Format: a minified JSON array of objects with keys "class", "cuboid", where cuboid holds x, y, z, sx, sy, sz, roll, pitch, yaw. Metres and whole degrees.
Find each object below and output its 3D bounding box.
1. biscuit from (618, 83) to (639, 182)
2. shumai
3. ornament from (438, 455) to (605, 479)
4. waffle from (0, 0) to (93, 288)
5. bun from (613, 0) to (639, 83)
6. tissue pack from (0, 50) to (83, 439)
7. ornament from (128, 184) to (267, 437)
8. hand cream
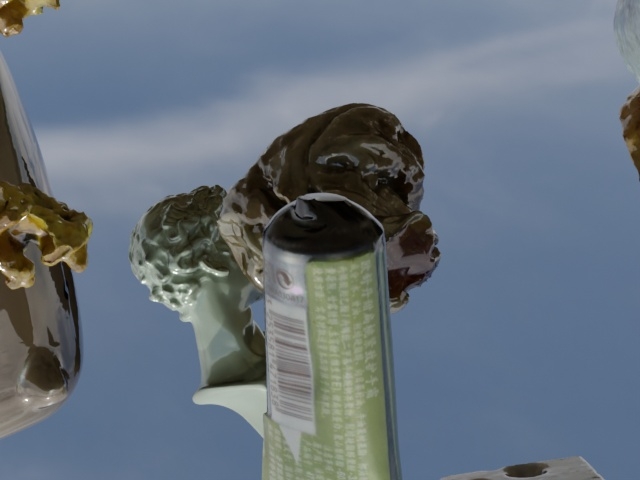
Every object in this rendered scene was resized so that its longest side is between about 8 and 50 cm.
[{"class":"biscuit","cuboid":[0.262,0.007,1.201,0.041,0.260,0.203,-32,-151,19]},{"class":"shumai","cuboid":[-0.001,-0.004,1.750,0.218,0.184,0.185,-29,-159,20]},{"class":"ornament","cuboid":[0.163,0.352,1.690,0.240,0.240,0.239,-8,-169,-6]},{"class":"waffle","cuboid":[-0.287,-0.095,1.282,0.260,0.293,0.069,2,-149,1]},{"class":"bun","cuboid":[0.366,-0.220,1.323,0.211,0.362,0.362,35,-144,3]},{"class":"tissue pack","cuboid":[-0.351,-0.003,1.576,0.267,0.387,0.277,-19,-156,-16]},{"class":"ornament","cuboid":[-0.096,0.084,1.923,0.130,0.120,0.285,-26,-91,-46]},{"class":"hand cream","cuboid":[0.004,0.083,0.903,0.086,0.235,0.055,11,-152,28]}]
